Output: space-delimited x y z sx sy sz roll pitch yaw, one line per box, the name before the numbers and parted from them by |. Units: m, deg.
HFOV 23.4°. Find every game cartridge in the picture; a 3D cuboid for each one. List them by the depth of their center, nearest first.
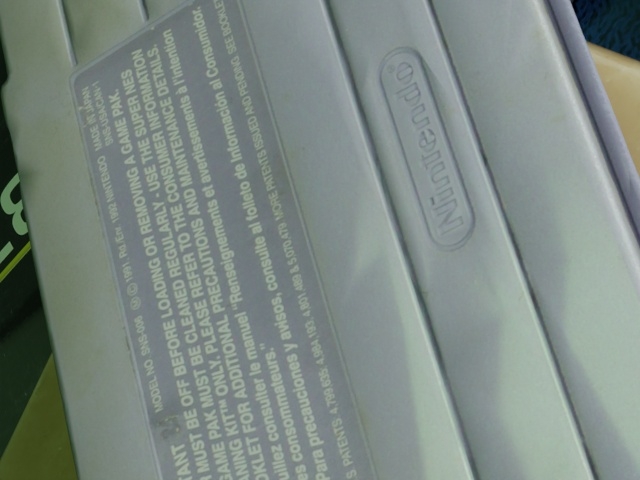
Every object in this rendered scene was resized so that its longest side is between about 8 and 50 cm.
game cartridge | 0.000 0.000 0.555 0.230 0.068 0.355 -30 62 28

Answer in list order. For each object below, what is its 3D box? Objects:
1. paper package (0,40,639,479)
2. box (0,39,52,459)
paper package | 0.061 0.072 0.630 0.325 0.168 0.309 27 92 35
box | -0.227 0.066 0.948 0.395 0.097 0.318 -46 52 16
